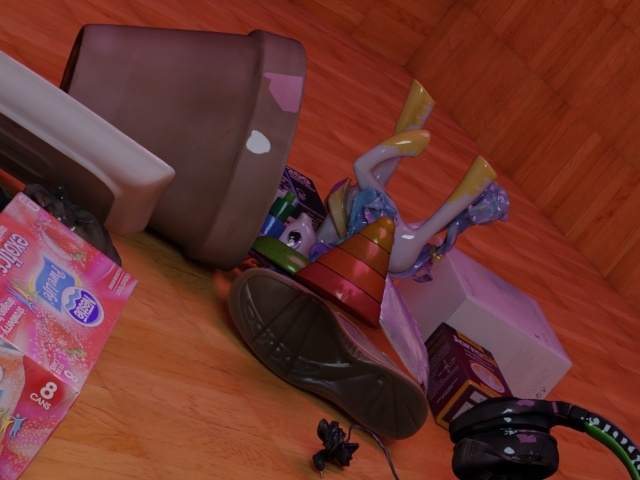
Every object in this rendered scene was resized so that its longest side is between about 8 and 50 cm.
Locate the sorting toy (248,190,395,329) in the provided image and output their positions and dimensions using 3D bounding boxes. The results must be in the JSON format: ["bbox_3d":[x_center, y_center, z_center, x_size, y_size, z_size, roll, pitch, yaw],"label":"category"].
[{"bbox_3d":[0.000,0.000,2.041,0.127,0.126,0.365,36,-4,-27],"label":"sorting toy"}]

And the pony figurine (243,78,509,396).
[{"bbox_3d":[0.096,0.004,2.295,0.351,0.363,0.303,49,2,-28],"label":"pony figurine"}]

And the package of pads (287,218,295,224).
[{"bbox_3d":[-0.027,0.004,2.476,0.050,0.032,0.083,31,17,-22],"label":"package of pads"}]

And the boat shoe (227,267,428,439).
[{"bbox_3d":[0.006,0.142,2.035,0.302,0.109,0.098,36,3,-8],"label":"boat shoe"}]

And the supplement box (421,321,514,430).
[{"bbox_3d":[0.213,0.214,2.332,0.104,0.081,0.188,32,16,-22],"label":"supplement box"}]

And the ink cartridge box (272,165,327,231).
[{"bbox_3d":[-0.092,-0.109,2.633,0.206,0.045,0.208,30,16,-28],"label":"ink cartridge box"}]

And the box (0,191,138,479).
[{"bbox_3d":[-0.283,0.089,1.429,0.154,0.142,0.300,38,15,-7],"label":"box"}]

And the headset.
[{"bbox_3d":[0.191,0.282,1.819,0.394,0.243,0.185,13,-19,15],"label":"headset"}]

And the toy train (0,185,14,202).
[{"bbox_3d":[-0.401,-0.074,1.852,0.158,0.027,0.036,42,3,15],"label":"toy train"}]

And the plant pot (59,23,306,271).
[{"bbox_3d":[-0.204,-0.149,2.082,0.280,0.323,0.323,16,21,-15],"label":"plant pot"}]

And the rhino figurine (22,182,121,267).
[{"bbox_3d":[-0.272,-0.006,1.727,0.106,0.073,0.243,51,-8,15],"label":"rhino figurine"}]

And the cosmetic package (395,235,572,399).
[{"bbox_3d":[0.252,0.140,2.534,0.224,0.138,0.224,31,17,-21],"label":"cosmetic package"}]

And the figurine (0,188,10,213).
[{"bbox_3d":[-0.377,-0.049,1.672,0.215,0.092,0.209,50,-8,38],"label":"figurine"}]

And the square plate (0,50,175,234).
[{"bbox_3d":[-0.334,-0.122,1.767,0.347,0.049,0.344,33,-14,-5],"label":"square plate"}]
